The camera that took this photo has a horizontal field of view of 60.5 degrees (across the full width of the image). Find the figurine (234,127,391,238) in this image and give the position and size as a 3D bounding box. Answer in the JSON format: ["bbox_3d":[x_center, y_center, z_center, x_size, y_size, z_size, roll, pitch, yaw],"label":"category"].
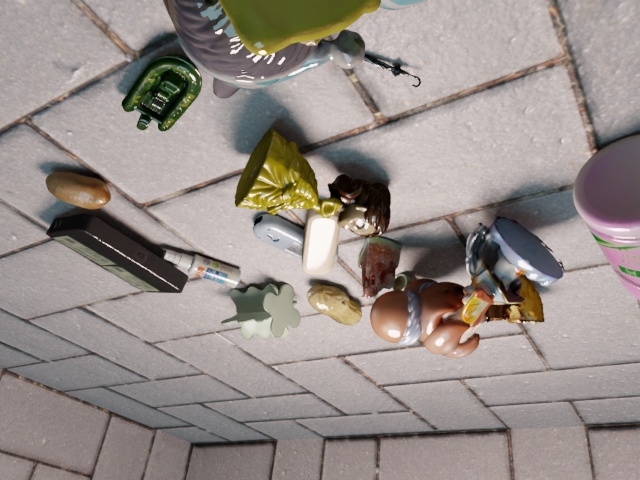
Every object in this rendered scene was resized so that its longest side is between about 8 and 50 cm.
[{"bbox_3d":[0.003,-0.087,1.131,0.315,0.168,0.187,23,134,-19],"label":"figurine"}]

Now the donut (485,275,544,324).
[{"bbox_3d":[0.483,0.160,1.443,0.217,0.141,0.085,11,162,-26],"label":"donut"}]

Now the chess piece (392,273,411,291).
[{"bbox_3d":[0.272,0.140,1.531,0.149,0.059,0.059,21,145,-32],"label":"chess piece"}]

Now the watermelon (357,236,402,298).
[{"bbox_3d":[0.150,0.059,1.367,0.098,0.158,0.121,9,119,-1],"label":"watermelon"}]

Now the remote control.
[{"bbox_3d":[-0.061,0.005,1.393,0.244,0.047,0.087,26,144,-25],"label":"remote control"}]

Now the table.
[{"bbox_3d":[-0.185,0.217,1.649,0.198,0.166,0.166,-10,143,38],"label":"table"}]

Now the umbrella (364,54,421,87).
[{"bbox_3d":[0.106,-0.300,0.932,0.149,0.022,0.022,24,-179,-10],"label":"umbrella"}]

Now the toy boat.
[{"bbox_3d":[-0.289,-0.273,1.015,0.104,0.052,0.210,31,141,-27],"label":"toy boat"}]

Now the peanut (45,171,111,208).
[{"bbox_3d":[-0.565,-0.118,1.282,0.152,0.076,0.076,16,146,-5],"label":"peanut"}]

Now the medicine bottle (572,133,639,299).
[{"bbox_3d":[0.643,-0.029,1.058,0.212,0.212,0.325,-18,138,33],"label":"medicine bottle"}]

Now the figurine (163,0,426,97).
[{"bbox_3d":[-0.047,-0.355,0.775,0.362,0.266,0.378,-10,-175,-19],"label":"figurine"}]

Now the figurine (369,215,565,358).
[{"bbox_3d":[0.326,0.122,1.279,0.277,0.248,0.388,-10,144,-50],"label":"figurine"}]

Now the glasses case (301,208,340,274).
[{"bbox_3d":[0.000,0.000,1.324,0.083,0.050,0.196,4,130,-7],"label":"glasses case"}]

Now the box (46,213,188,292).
[{"bbox_3d":[-0.549,0.044,1.502,0.211,0.058,0.350,-2,148,40],"label":"box"}]

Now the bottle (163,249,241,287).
[{"bbox_3d":[-0.331,0.073,1.538,0.217,0.060,0.060,23,144,-20],"label":"bottle"}]

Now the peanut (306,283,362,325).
[{"bbox_3d":[0.046,0.193,1.614,0.100,0.099,0.214,-17,137,32],"label":"peanut"}]
